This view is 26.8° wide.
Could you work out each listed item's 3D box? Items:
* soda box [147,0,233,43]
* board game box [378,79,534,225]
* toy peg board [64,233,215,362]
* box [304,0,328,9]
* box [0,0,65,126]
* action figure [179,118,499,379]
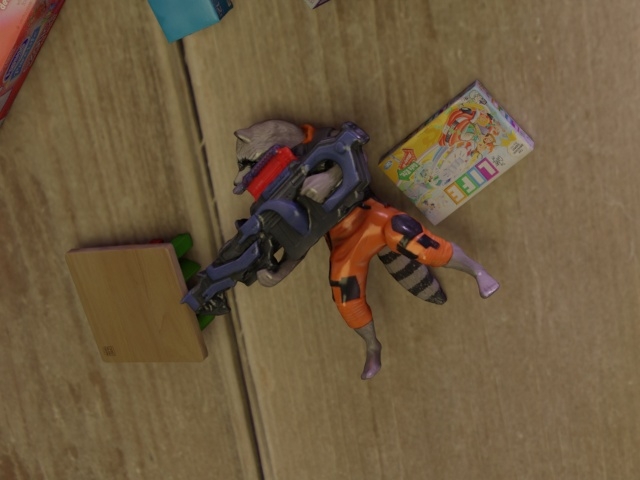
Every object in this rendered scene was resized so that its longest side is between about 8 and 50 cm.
[{"bbox_3d":[-0.181,-0.337,1.518,0.071,0.067,0.210,-20,109,19],"label":"soda box"},{"bbox_3d":[0.159,-0.102,1.583,0.154,0.026,0.103,-39,102,23],"label":"board game box"},{"bbox_3d":[-0.219,0.068,1.717,0.161,0.079,0.161,-3,114,29],"label":"toy peg board"},{"bbox_3d":[0.018,-0.408,1.381,0.201,0.057,0.293,50,133,3],"label":"box"},{"bbox_3d":[-0.411,-0.238,1.560,0.142,0.154,0.300,32,117,-5],"label":"box"},{"bbox_3d":[0.000,0.000,1.605,0.341,0.178,0.330,-35,97,33],"label":"action figure"}]
